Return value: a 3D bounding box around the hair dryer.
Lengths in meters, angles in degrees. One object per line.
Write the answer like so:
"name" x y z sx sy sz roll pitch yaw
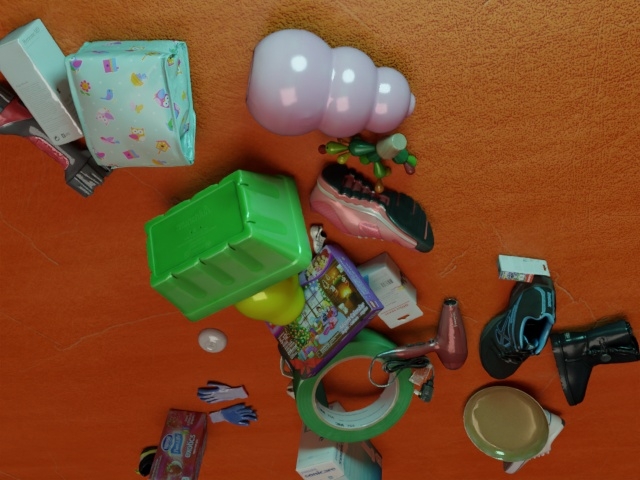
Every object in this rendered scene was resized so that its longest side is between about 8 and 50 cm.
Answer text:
"hair dryer" 0.279 0.283 1.836 0.223 0.080 0.294 27 98 -30

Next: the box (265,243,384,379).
"box" -0.001 0.178 1.766 0.057 0.201 0.293 -4 141 -51

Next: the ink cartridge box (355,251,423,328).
"ink cartridge box" 0.169 0.127 1.790 0.104 0.062 0.181 -27 119 25

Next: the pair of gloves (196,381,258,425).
"pair of gloves" -0.280 0.492 2.142 0.159 0.023 0.198 -8 126 12

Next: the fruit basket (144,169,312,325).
"fruit basket" -0.172 0.043 1.665 0.391 0.283 0.392 -11 153 -5

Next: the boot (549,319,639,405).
"boot" 0.721 0.321 1.851 0.207 0.094 0.247 -12 118 20

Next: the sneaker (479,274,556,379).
"sneaker" 0.489 0.246 1.795 0.125 0.140 0.341 10 129 -3

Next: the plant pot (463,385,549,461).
"plant pot" 0.522 0.510 2.009 0.236 0.032 0.237 7 109 22

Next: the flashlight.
"flashlight" -0.624 -0.216 1.603 0.304 0.103 0.103 43 146 -25

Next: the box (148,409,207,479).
"box" -0.419 0.646 2.126 0.122 0.257 0.128 6 127 1

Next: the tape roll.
"tape roll" 0.088 0.391 1.925 0.321 0.077 0.322 -4 113 -9

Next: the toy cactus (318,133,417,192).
"toy cactus" 0.119 -0.180 1.511 0.218 0.112 0.180 19 167 -19

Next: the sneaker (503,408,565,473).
"sneaker" 0.617 0.596 2.071 0.091 0.094 0.258 21 126 -4

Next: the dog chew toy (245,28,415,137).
"dog chew toy" 0.024 -0.294 1.412 0.331 0.207 0.207 9 128 -10

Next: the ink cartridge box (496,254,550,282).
"ink cartridge box" 0.483 0.070 1.709 0.115 0.063 0.029 7 126 1

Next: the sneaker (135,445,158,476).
"sneaker" -0.479 0.710 2.282 0.234 0.097 0.084 -15 124 17

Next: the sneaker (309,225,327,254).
"sneaker" 0.000 0.000 1.732 0.036 0.032 0.083 -8 126 12

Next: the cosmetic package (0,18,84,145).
"cosmetic package" -0.572 -0.329 1.499 0.085 0.117 0.231 -16 125 17

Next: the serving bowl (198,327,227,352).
"serving bowl" -0.301 0.282 1.983 0.083 0.027 0.083 3 126 4

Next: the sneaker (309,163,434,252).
"sneaker" 0.115 -0.055 1.648 0.313 0.116 0.136 30 135 -7

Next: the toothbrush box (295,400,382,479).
"toothbrush box" 0.062 0.655 2.105 0.126 0.216 0.296 -21 122 21

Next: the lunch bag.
"lunch bag" -0.382 -0.274 1.494 0.223 0.160 0.262 0 121 6

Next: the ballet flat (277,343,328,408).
"ballet flat" -0.053 0.381 1.997 0.096 0.095 0.281 -4 117 22
